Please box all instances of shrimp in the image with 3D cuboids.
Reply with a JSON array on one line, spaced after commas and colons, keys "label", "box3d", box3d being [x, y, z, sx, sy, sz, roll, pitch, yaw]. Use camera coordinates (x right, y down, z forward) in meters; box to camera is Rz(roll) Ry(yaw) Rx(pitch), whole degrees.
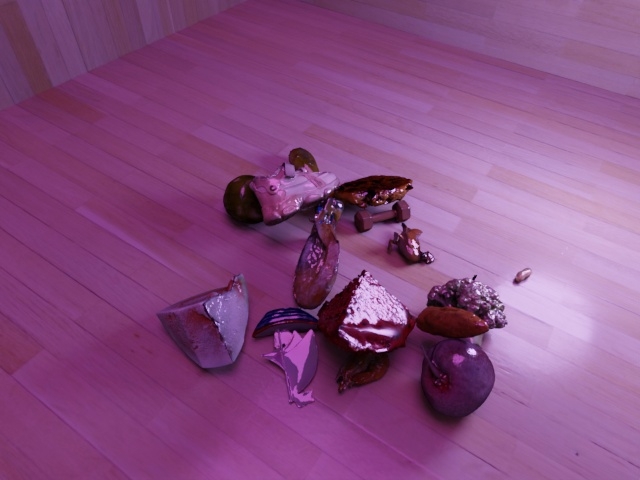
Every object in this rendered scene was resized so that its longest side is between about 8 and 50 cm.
[{"label": "shrimp", "box3d": [0.003, 0.032, 1.543, 0.110, 0.221, 0.446, 28, 55, -26]}, {"label": "shrimp", "box3d": [0.129, 0.389, 1.346, 0.115, 0.051, 0.217, 35, 49, 26]}]

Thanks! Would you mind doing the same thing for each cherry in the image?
[{"label": "cherry", "box3d": [0.387, 0.388, 1.260, 0.266, 0.213, 0.183, 10, 6, -25]}]

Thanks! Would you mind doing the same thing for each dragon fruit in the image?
[{"label": "dragon fruit", "box3d": [0.095, 0.224, 1.312, 0.302, 0.240, 0.330, -10, 4, 26]}]

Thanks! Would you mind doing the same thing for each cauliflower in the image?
[{"label": "cauliflower", "box3d": [0.472, 0.255, 1.414, 0.256, 0.239, 0.315, 18, 62, -22]}]

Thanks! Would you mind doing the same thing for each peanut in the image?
[{"label": "peanut", "box3d": [0.749, 0.125, 1.636, 0.083, 0.037, 0.037, -26, 54, -19]}]

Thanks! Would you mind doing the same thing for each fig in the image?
[{"label": "fig", "box3d": [-0.314, -0.151, 1.772, 0.235, 0.203, 0.203, -13, 33, 42]}]

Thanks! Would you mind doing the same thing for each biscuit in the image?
[{"label": "biscuit", "box3d": [0.221, -0.202, 1.832, 0.334, 0.081, 0.289, -17, 24, -25]}]

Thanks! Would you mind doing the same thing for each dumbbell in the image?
[{"label": "dumbbell", "box3d": [0.248, -0.097, 1.778, 0.230, 0.082, 0.092, -15, 49, -17]}]

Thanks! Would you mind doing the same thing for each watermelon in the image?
[{"label": "watermelon", "box3d": [-0.369, 0.218, 1.365, 0.289, 0.214, 0.320, 9, 59, 7]}]

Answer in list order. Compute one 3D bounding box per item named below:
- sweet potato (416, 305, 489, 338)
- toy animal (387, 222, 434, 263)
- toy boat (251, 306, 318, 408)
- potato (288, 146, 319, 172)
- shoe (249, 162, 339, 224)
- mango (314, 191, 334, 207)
[{"label": "sweet potato", "box3d": [0.378, 0.238, 1.286, 0.097, 0.251, 0.097, 3, 84, -28]}, {"label": "toy animal", "box3d": [0.354, 0.008, 1.695, 0.179, 0.089, 0.188, 18, 46, -10]}, {"label": "toy boat", "box3d": [-0.069, 0.335, 1.377, 0.219, 0.072, 0.318, -27, 58, -22]}, {"label": "potato", "box3d": [-0.067, -0.328, 1.968, 0.117, 0.090, 0.225, -17, 57, -26]}, {"label": "shoe", "box3d": [-0.094, -0.208, 1.679, 0.351, 0.172, 0.198, -30, 92, -30]}, {"label": "mango", "box3d": [0.014, -0.196, 1.873, 0.101, 0.066, 0.187, 20, 43, 13]}]
